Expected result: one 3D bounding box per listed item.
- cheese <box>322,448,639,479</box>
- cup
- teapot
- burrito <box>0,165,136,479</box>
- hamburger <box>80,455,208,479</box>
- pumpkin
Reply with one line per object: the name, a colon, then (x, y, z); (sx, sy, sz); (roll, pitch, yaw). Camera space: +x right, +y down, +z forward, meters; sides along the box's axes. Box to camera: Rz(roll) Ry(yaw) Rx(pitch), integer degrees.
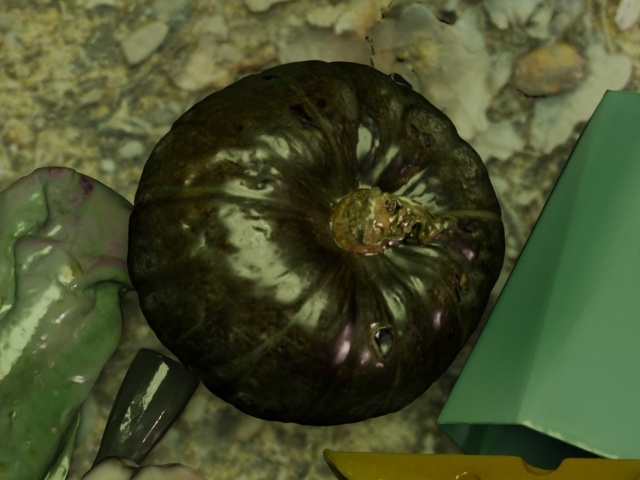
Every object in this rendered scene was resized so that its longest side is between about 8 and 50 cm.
cheese: (0.083, 0.163, 0.708); (0.171, 0.093, 0.126); (17, 62, 34)
cup: (0.177, 0.031, 0.770); (0.134, 0.148, 0.235); (32, 70, -27)
teapot: (-0.116, 0.122, 0.773); (0.043, 0.043, 0.110); (27, 75, 5)
burrito: (-0.190, 0.062, 0.765); (0.144, 0.089, 0.229); (26, 75, 2)
hamburger: (-0.085, 0.240, 0.634); (0.276, 0.276, 0.237); (-40, 68, -14)
pumpkin: (0.000, 0.000, 0.752); (0.224, 0.157, 0.223); (5, 76, -21)
